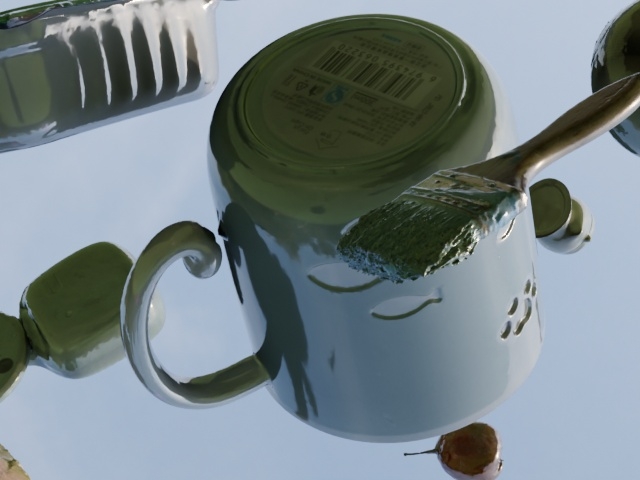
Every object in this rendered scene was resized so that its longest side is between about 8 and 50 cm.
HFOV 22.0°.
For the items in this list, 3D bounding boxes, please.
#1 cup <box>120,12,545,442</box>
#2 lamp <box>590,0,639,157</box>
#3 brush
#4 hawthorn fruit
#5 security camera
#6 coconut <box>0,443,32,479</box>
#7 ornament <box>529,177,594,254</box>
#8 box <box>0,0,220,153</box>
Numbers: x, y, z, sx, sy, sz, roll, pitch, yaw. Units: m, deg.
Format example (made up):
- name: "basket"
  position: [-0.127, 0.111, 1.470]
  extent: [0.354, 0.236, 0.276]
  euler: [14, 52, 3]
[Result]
- name: "cup"
  position: [0.000, 0.000, 1.321]
  extent: [0.356, 0.275, 0.259]
  euler: [-25, -135, -13]
- name: "lamp"
  position: [0.208, -0.096, 0.961]
  extent: [0.105, 0.105, 0.105]
  euler: [-7, -137, 7]
- name: "brush"
  position: [0.096, -0.035, 0.805]
  extent: [0.196, 0.021, 0.070]
  euler: [-31, -153, -26]
- name: "hawthorn fruit"
  position: [0.136, 0.217, 1.682]
  extent: [0.103, 0.067, 0.067]
  euler: [1, -136, 2]
- name: "security camera"
  position: [-0.314, 0.113, 1.772]
  extent: [0.301, 0.080, 0.157]
  euler: [-29, -136, -10]
- name: "coconut"
  position: [-0.405, 0.288, 1.536]
  extent: [0.233, 0.233, 0.245]
  euler: [39, -79, 41]
- name: "ornament"
  position: [0.277, -0.022, 1.906]
  extent: [0.081, 0.156, 0.075]
  euler: [32, -89, 22]
- name: "box"
  position: [-0.213, -0.140, 1.363]
  extent: [0.264, 0.106, 0.336]
  euler: [-9, -170, 39]
